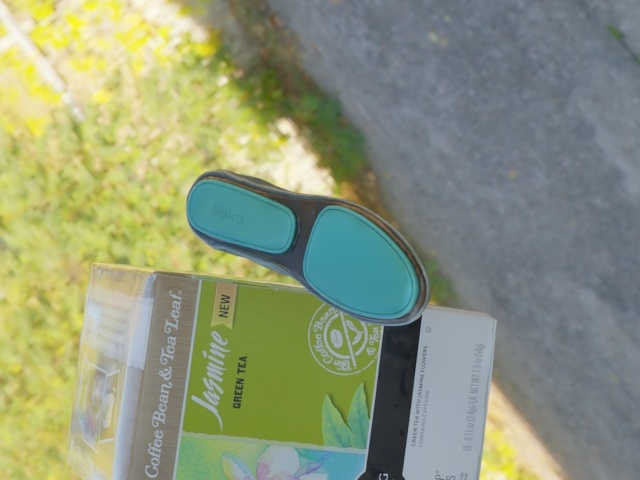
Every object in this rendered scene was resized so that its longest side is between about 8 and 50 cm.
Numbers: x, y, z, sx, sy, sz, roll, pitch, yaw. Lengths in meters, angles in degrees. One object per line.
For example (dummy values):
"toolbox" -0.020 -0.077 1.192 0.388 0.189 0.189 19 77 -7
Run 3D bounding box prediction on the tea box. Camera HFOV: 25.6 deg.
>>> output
"tea box" -0.054 0.148 1.346 0.329 0.324 0.220 -179 96 -71

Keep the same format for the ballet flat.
"ballet flat" 0.000 0.000 0.980 0.213 0.072 0.068 23 -171 32
